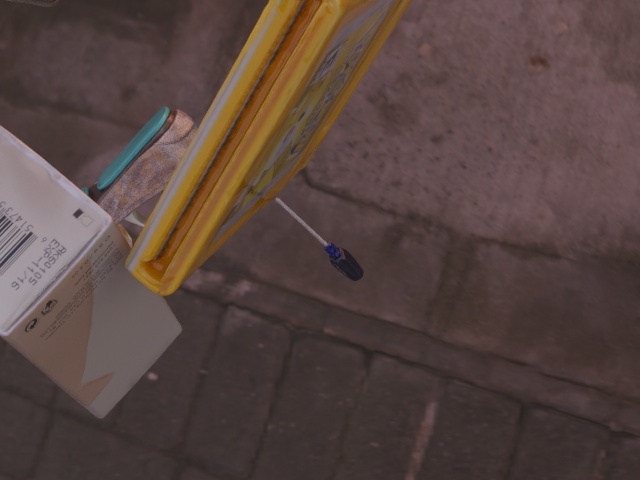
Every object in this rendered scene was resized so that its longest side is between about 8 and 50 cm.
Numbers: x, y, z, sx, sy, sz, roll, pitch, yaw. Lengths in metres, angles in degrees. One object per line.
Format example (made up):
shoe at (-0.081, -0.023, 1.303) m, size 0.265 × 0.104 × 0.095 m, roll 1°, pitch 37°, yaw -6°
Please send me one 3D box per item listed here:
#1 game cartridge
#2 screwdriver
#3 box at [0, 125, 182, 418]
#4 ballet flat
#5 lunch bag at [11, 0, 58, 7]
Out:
game cartridge at (-0.011, -0.126, 0.995) m, size 0.052 × 0.323 × 0.285 m, roll 37°, pitch 121°, yaw 5°
screwdriver at (0.000, 0.000, 1.367) m, size 0.024 × 0.170 × 0.025 m, roll -39°, pitch 48°, yaw 9°
box at (-0.230, 0.037, 1.052) m, size 0.148 × 0.311 × 0.121 m, roll 37°, pitch 77°, yaw 16°
ballet flat at (-0.257, -0.033, 1.541) m, size 0.316 × 0.106 × 0.107 m, roll -38°, pitch 25°, yaw 22°
lunch bag at (-0.352, -0.328, 1.047) m, size 0.287 × 0.235 × 0.169 m, roll 4°, pitch 72°, yaw -16°
